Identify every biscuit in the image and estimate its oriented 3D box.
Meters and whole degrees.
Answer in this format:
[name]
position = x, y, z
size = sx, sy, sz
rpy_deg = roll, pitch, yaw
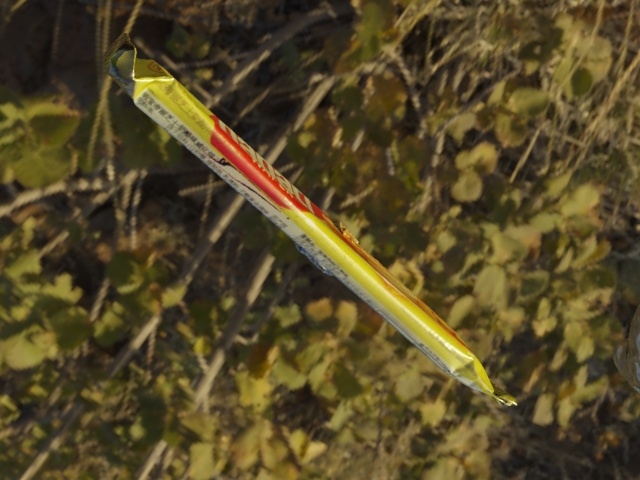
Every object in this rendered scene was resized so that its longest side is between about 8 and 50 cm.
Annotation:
[biscuit]
position = 0.000, 0.000, 0.581
size = 0.026, 0.048, 0.292
rpy_deg = -45, 117, 7

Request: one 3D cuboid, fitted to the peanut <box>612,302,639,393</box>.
[peanut]
position = 0.287, 0.061, 0.774
size = 0.228, 0.086, 0.104
rpy_deg = -21, 102, 52
